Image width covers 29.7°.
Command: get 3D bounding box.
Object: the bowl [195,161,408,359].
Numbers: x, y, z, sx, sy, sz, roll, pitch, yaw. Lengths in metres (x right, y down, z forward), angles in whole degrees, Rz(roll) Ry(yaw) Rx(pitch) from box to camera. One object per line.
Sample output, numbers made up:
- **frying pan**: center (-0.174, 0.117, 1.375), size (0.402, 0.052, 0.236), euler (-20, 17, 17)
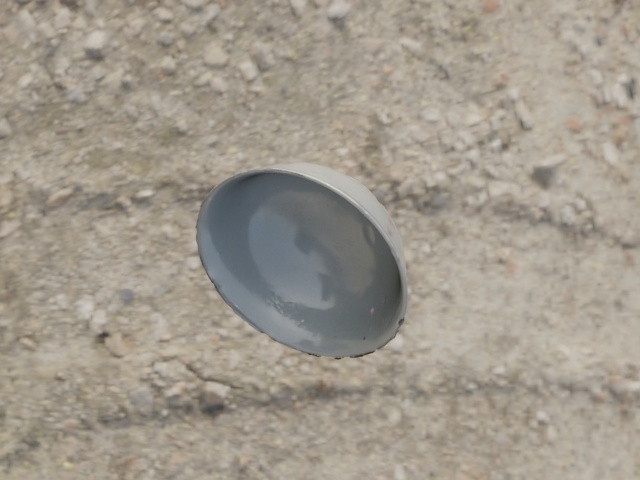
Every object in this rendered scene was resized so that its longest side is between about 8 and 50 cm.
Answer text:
- **bowl**: center (0.000, 0.000, 0.992), size (0.189, 0.189, 0.086), euler (55, 43, -17)
